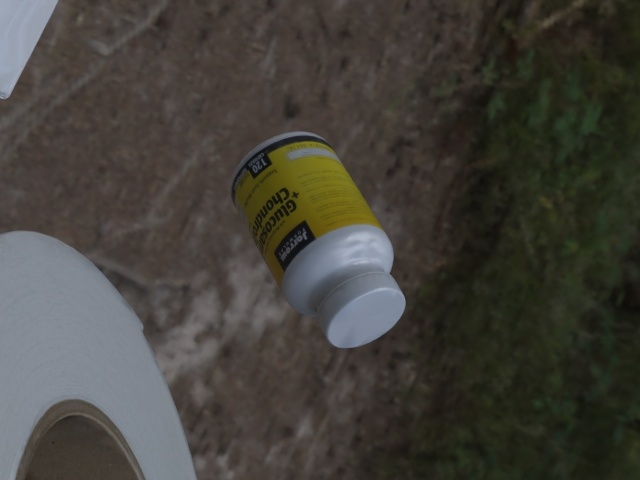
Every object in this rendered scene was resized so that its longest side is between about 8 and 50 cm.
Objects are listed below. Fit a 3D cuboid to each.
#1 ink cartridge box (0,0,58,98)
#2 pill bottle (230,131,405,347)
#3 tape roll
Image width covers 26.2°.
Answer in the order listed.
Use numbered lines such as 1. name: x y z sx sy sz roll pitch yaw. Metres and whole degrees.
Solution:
1. ink cartridge box: -0.327 -0.274 1.229 0.114 0.273 0.198 20 105 -40
2. pill bottle: 0.000 0.000 1.191 0.103 0.184 0.103 -20 144 -15
3. tape roll: -0.142 0.189 0.699 0.392 0.072 0.392 -11 90 -77
